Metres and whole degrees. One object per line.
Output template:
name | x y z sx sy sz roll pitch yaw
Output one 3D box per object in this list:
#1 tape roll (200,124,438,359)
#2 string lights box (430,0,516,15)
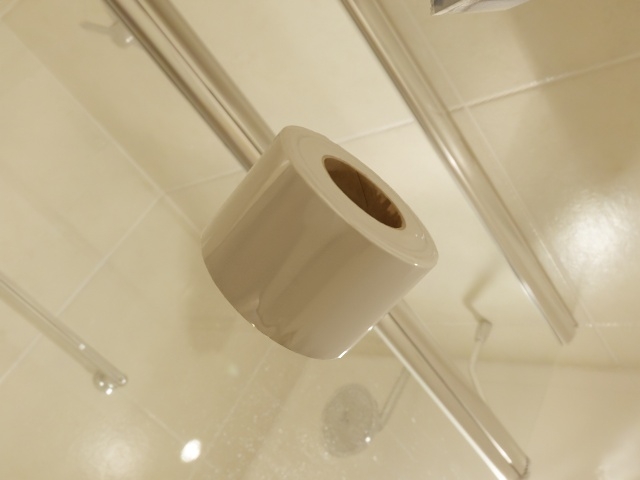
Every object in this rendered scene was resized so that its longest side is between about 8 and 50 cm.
tape roll | 0.000 0.000 0.789 0.169 0.246 0.246 -48 -157 22
string lights box | 0.252 -0.388 0.952 0.133 0.076 0.259 -5 -167 -1
